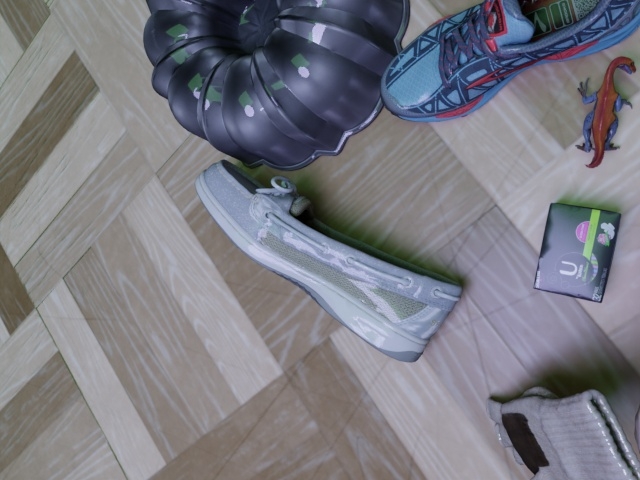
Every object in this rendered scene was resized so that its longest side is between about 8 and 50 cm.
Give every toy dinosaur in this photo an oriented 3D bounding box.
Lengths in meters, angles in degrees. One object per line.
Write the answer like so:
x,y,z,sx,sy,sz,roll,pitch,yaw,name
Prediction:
0.266,-0.121,0.500,0.047,0.090,0.082,5,126,11,toy dinosaur

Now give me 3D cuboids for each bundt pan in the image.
-0.074,-0.248,0.628,0.330,0.124,0.331,1,92,27,bundt pan

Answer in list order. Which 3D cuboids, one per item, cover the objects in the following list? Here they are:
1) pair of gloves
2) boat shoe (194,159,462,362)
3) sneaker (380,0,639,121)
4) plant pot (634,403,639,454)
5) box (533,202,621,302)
0.226,0.245,0.467,0.042,0.204,0.240,-19,78,-7,pair of gloves
0.000,0.001,0.610,0.320,0.118,0.103,37,101,16,boat shoe
0.163,-0.199,0.512,0.261,0.125,0.104,-23,82,25,sneaker
0.384,0.078,0.336,0.305,0.333,0.334,10,96,37,plant pot
0.243,0.009,0.522,0.062,0.052,0.084,11,98,25,box
